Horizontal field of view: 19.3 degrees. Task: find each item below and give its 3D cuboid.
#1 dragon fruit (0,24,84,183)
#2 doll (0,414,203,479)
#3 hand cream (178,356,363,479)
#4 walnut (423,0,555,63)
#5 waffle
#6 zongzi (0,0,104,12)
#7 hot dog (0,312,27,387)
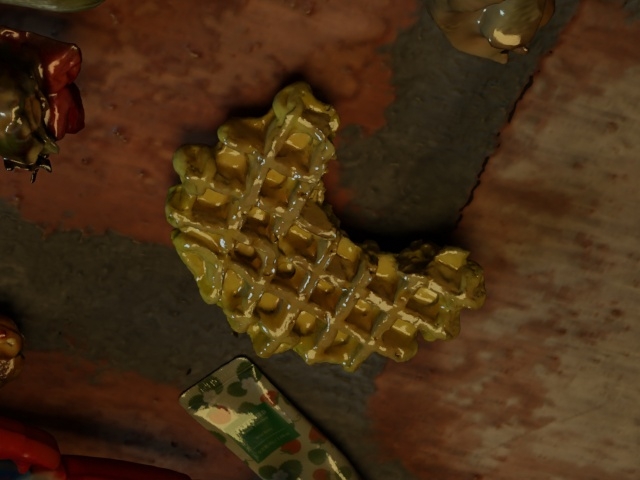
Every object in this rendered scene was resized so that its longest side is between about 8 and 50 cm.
[{"bbox_3d":[-0.215,-0.063,0.972,0.192,0.092,0.122,1,172,-25],"label":"dragon fruit"},{"bbox_3d":[-0.254,0.143,1.114,0.384,0.099,0.188,23,134,-31],"label":"doll"},{"bbox_3d":[-0.018,0.139,1.206,0.057,0.037,0.165,-35,117,20],"label":"hand cream"},{"bbox_3d":[0.099,-0.192,0.858,0.141,0.204,0.238,27,122,-7],"label":"walnut"},{"bbox_3d":[0.000,-0.002,1.082,0.149,0.051,0.194,-24,121,13],"label":"waffle"},{"bbox_3d":[-0.250,-0.149,0.905,0.260,0.123,0.289,33,123,-27],"label":"zongzi"},{"bbox_3d":[-0.248,0.065,1.121,0.144,0.038,0.062,-3,131,0],"label":"hot dog"}]
